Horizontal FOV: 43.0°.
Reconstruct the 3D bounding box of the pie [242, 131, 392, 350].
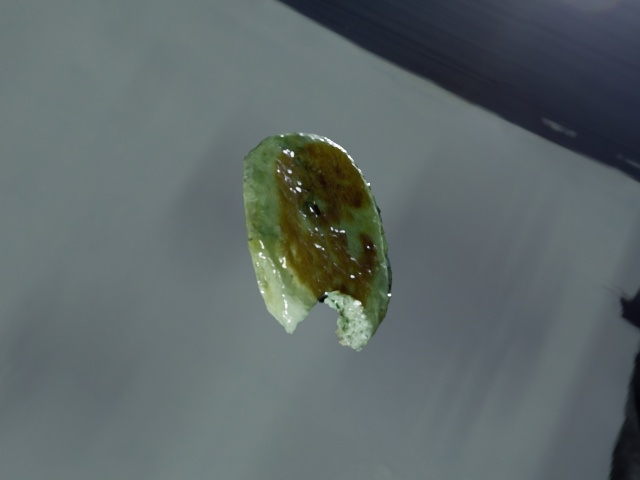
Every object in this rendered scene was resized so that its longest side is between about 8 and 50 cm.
[{"bbox_3d":[-0.001,-0.008,1.061,0.066,0.303,0.302,-26,-161,36],"label":"pie"}]
